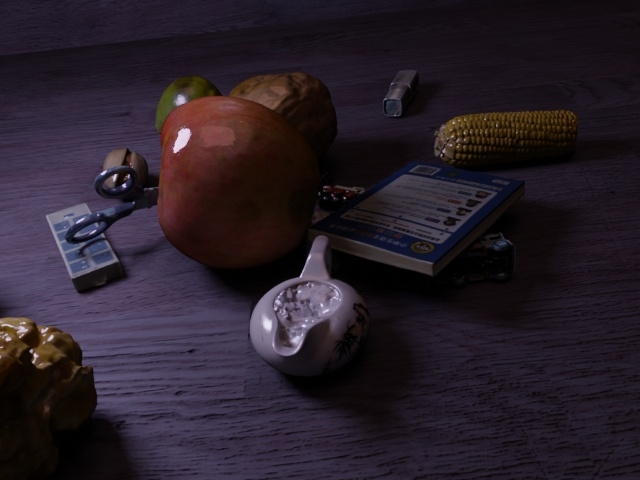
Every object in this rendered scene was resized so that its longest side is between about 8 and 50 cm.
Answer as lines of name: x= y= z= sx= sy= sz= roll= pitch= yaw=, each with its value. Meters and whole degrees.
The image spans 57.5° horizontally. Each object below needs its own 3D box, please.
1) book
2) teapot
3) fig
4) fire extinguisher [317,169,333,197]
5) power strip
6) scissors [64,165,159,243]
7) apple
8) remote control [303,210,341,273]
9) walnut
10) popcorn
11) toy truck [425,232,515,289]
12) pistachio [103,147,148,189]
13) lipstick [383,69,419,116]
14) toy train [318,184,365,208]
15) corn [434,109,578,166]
book: x=0.216 y=-0.067 z=1.250 sx=0.300 sy=0.039 sz=0.428 roll=17 pitch=35 yaw=36
teapot: x=-0.020 y=0.123 z=1.030 sx=0.208 sy=0.166 sz=0.299 roll=-9 pitch=42 yaw=18
fig: x=-0.417 y=-0.417 z=1.848 sx=0.230 sy=0.207 sz=0.207 roll=6 pitch=36 yaw=16
fire extinguisher: x=-0.033 y=-0.130 z=1.499 sx=0.158 sy=0.043 sz=0.064 roll=-36 pitch=86 yaw=-36
power strip: x=-0.571 y=0.003 z=1.392 sx=0.106 sy=0.043 sz=0.367 roll=-22 pitch=37 yaw=-23
scissors: x=-0.398 y=-0.098 z=1.377 sx=0.029 sy=0.256 sz=0.383 roll=53 pitch=33 yaw=13
apple: x=-0.172 y=-0.121 z=1.234 sx=0.364 sy=0.364 sz=0.364 roll=-4 pitch=34 yaw=3
remote control: x=0.000 y=0.000 z=1.300 sx=0.078 sy=0.042 sz=0.221 roll=-6 pitch=33 yaw=-1
walnut: x=-0.121 y=-0.292 z=1.537 sx=0.306 sy=0.306 sz=0.344 roll=10 pitch=36 yaw=23
popcorn: x=-0.462 y=0.234 z=0.826 sx=0.225 sy=0.332 sz=0.265 roll=24 pitch=68 yaw=-1
toy truck: x=0.292 y=0.030 z=1.179 sx=0.178 sy=0.080 sz=0.115 roll=-7 pitch=24 yaw=2
pistachio: x=-0.540 y=-0.186 z=1.610 sx=0.124 sy=0.124 sz=0.185 roll=-7 pitch=40 yaw=0
lipstick: x=0.268 y=-0.494 z=1.953 sx=0.077 sy=0.079 sz=0.253 roll=7 pitch=35 yaw=19
toy train: x=0.114 y=-0.098 z=1.421 sx=0.250 sy=0.053 sz=0.085 roll=9 pitch=29 yaw=23
corn: x=0.494 y=-0.272 z=1.535 sx=0.387 sy=0.144 sz=0.144 roll=-5 pitch=34 yaw=3
